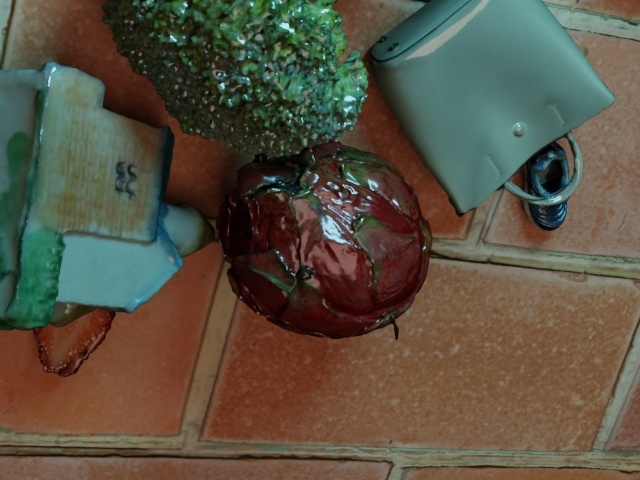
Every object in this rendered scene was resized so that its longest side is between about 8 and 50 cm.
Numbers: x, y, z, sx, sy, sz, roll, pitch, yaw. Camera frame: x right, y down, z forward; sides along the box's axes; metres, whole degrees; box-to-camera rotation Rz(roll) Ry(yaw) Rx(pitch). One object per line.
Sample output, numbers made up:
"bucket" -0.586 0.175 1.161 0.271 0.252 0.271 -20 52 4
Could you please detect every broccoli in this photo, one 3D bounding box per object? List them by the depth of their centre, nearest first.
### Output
"broccoli" -0.094 -0.219 1.290 0.235 0.260 0.288 -24 122 9

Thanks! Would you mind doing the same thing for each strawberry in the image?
"strawberry" -0.302 0.092 1.487 0.104 0.048 0.152 12 116 -32

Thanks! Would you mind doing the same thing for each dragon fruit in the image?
"dragon fruit" 0.000 0.000 1.437 0.244 0.244 0.299 -43 140 5

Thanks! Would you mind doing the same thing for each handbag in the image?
"handbag" 0.220 -0.157 1.485 0.241 0.109 0.315 -37 109 4

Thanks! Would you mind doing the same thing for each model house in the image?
"model house" -0.256 -0.028 1.376 0.325 0.194 0.267 12 84 -51

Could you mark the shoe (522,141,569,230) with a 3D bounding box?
"shoe" 0.300 -0.072 1.622 0.064 0.071 0.143 -20 123 -11
